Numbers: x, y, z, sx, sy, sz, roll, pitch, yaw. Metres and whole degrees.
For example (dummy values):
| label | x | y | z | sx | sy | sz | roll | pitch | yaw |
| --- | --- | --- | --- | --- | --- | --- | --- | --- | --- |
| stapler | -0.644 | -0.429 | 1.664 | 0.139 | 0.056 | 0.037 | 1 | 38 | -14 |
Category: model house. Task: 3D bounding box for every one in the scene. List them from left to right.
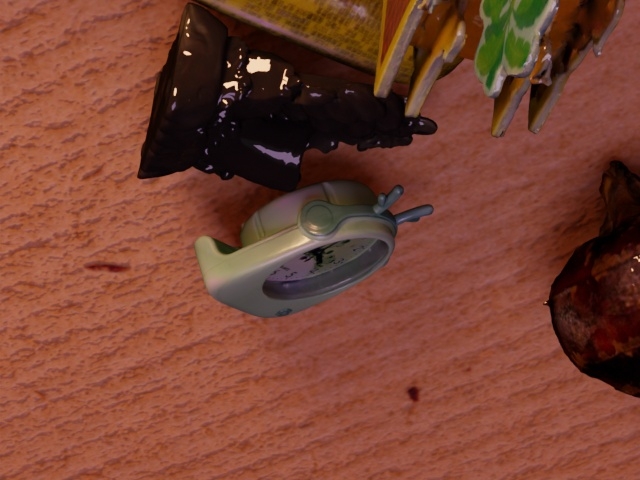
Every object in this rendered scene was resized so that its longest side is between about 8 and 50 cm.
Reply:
| label | x | y | z | sx | sy | sz | roll | pitch | yaw |
| --- | --- | --- | --- | --- | --- | --- | --- | --- | --- |
| model house | 0.178 | -0.209 | 1.295 | 0.242 | 0.357 | 0.312 | 10 | 106 | -14 |

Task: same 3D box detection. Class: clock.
| label | x | y | z | sx | sy | sz | roll | pitch | yaw |
| --- | --- | --- | --- | --- | --- | --- | --- | --- | --- |
| clock | 0.000 | 0.000 | 1.672 | 0.211 | 0.066 | 0.159 | -26 | 158 | 16 |

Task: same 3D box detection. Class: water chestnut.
| label | x | y | z | sx | sy | sz | roll | pitch | yaw |
| --- | --- | --- | --- | --- | --- | --- | --- | --- | --- |
| water chestnut | 0.321 | 0.039 | 1.685 | 0.224 | 0.238 | 0.223 | -25 | 167 | -6 |

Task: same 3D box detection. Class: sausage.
| label | x | y | z | sx | sy | sz | roll | pitch | yaw |
| --- | --- | --- | --- | --- | --- | --- | --- | --- | --- |
| sausage | -0.010 | -0.224 | 1.476 | 0.347 | 0.123 | 0.123 | 22 | 126 | -19 |

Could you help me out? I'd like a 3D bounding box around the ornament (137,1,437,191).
| label | x | y | z | sx | sy | sz | roll | pitch | yaw |
| --- | --- | --- | --- | --- | --- | --- | --- | --- | --- |
| ornament | -0.016 | -0.106 | 1.539 | 0.260 | 0.106 | 0.251 | 7 | 166 | -9 |
